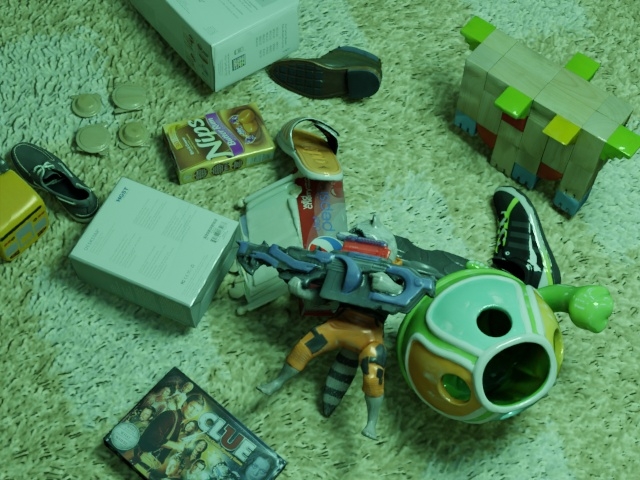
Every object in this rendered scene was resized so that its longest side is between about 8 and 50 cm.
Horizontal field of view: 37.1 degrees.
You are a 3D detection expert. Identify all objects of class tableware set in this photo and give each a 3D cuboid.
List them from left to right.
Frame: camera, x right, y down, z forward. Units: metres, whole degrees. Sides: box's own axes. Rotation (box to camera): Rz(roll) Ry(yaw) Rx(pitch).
[{"bbox_3d":[-0.393,-0.229,1.792,0.141,0.020,0.168,-6,63,-13],"label":"tableware set"}]

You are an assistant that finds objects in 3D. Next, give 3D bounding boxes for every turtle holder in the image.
[{"bbox_3d":[0.293,0.175,1.526,0.321,0.227,0.243,4,101,-17],"label":"turtle holder"}]

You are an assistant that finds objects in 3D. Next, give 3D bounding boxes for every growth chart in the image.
[{"bbox_3d":[-0.093,0.003,1.663,0.172,0.021,0.237,-19,60,27],"label":"growth chart"}]

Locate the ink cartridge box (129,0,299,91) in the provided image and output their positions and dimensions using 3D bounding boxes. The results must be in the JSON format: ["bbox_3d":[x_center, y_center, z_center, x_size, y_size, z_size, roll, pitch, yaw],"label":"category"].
[{"bbox_3d":[-0.184,-0.478,1.864,0.272,0.130,0.309,-31,63,-21],"label":"ink cartridge box"}]

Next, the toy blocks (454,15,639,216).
[{"bbox_3d":[0.396,-0.209,1.769,0.381,0.261,0.191,36,66,19],"label":"toy blocks"}]

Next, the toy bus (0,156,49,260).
[{"bbox_3d":[-0.624,-0.118,1.639,0.333,0.130,0.108,38,65,12],"label":"toy bus"}]

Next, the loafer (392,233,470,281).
[{"bbox_3d":[0.194,0.073,1.691,0.303,0.095,0.109,21,32,-1],"label":"loafer"}]

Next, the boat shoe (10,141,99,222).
[{"bbox_3d":[-0.473,-0.117,1.696,0.206,0.065,0.075,40,65,13],"label":"boat shoe"}]

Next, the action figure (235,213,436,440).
[{"bbox_3d":[0.017,0.111,1.541,0.341,0.178,0.330,19,82,24],"label":"action figure"}]

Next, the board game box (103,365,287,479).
[{"bbox_3d":[-0.198,0.337,1.512,0.243,0.042,0.165,38,64,12],"label":"board game box"}]

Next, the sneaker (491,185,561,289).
[{"bbox_3d":[0.354,0.005,1.736,0.097,0.084,0.234,-15,66,-14],"label":"sneaker"}]

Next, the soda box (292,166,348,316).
[{"bbox_3d":[0.000,0.000,1.690,0.092,0.083,0.263,-1,62,-9],"label":"soda box"}]

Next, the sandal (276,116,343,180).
[{"bbox_3d":[-0.007,-0.178,1.713,0.102,0.076,0.265,4,21,-17],"label":"sandal"}]

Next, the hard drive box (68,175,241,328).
[{"bbox_3d":[-0.277,0.017,1.625,0.232,0.089,0.181,22,62,11],"label":"hard drive box"}]

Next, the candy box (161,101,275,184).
[{"bbox_3d":[-0.189,-0.181,1.776,0.187,0.053,0.109,-17,67,-14],"label":"candy box"}]

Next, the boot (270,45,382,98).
[{"bbox_3d":[0.018,-0.336,1.889,0.219,0.082,0.106,10,35,9],"label":"boot"}]
